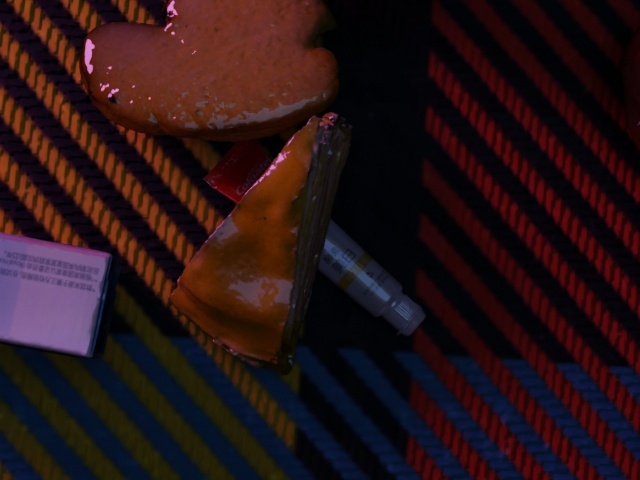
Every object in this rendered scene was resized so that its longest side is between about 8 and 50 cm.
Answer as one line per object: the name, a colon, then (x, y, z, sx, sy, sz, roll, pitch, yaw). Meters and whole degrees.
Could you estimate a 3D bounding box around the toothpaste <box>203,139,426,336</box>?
toothpaste: (0.000, 0.000, 0.983, 0.190, 0.031, 0.048, 42, 85, 2)

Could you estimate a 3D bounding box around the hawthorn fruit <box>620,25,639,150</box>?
hawthorn fruit: (0.304, -0.132, 0.972, 0.149, 0.149, 0.189, 37, 86, -2)

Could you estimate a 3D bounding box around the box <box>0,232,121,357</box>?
box: (-0.238, 0.028, 0.896, 0.194, 0.139, 0.073, 11, 84, -5)

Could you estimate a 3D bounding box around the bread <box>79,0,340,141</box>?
bread: (-0.080, -0.138, 0.975, 0.187, 0.065, 0.150, -5, 73, 0)

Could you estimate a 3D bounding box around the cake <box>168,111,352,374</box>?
cake: (-0.020, 0.011, 0.935, 0.185, 0.080, 0.116, -42, 84, 5)
